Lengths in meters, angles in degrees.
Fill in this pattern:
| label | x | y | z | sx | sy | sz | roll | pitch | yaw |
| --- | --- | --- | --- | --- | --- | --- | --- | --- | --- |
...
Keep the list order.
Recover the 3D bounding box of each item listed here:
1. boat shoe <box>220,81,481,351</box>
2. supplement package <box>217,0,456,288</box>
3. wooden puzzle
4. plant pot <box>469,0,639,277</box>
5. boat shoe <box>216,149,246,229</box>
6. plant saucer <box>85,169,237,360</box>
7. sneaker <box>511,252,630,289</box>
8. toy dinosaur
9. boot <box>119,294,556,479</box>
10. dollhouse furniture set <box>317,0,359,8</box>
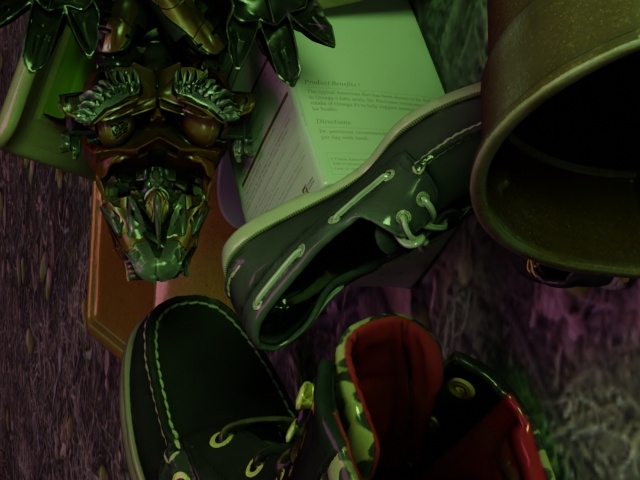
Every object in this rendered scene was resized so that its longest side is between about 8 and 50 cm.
| label | x | y | z | sx | sy | sz | roll | pitch | yaw |
| --- | --- | --- | --- | --- | --- | --- | --- | --- | --- |
| boat shoe | 0.041 | -0.008 | 0.605 | 0.206 | 0.075 | 0.065 | -30 | 43 | 18 |
| supplement package | 0.008 | -0.071 | 0.729 | 0.105 | 0.105 | 0.179 | 121 | 142 | -47 |
| wooden puzzle | -0.110 | -0.141 | 0.835 | 0.044 | 0.238 | 0.221 | 19 | 90 | 28 |
| plant pot | 0.129 | -0.096 | 0.422 | 0.167 | 0.167 | 0.165 | 131 | 142 | -55 |
| boat shoe | -0.031 | -0.120 | 0.866 | 0.076 | 0.080 | 0.229 | -82 | -2 | -70 |
| plant saucer | -0.148 | -0.009 | 1.097 | 0.332 | 0.081 | 0.333 | -163 | 76 | -64 |
| sneaker | 0.114 | 0.007 | 0.578 | 0.083 | 0.035 | 0.031 | -179 | 90 | -65 |
| toy dinosaur | -0.105 | -0.137 | 0.691 | 0.218 | 0.164 | 0.322 | -167 | 57 | -81 |
| boot | -0.005 | 0.137 | 0.710 | 0.284 | 0.138 | 0.377 | -62 | 40 | 47 |
| dollhouse furniture set | 0.037 | -0.301 | 0.690 | 0.242 | 0.161 | 0.212 | 85 | 167 | -47 |
